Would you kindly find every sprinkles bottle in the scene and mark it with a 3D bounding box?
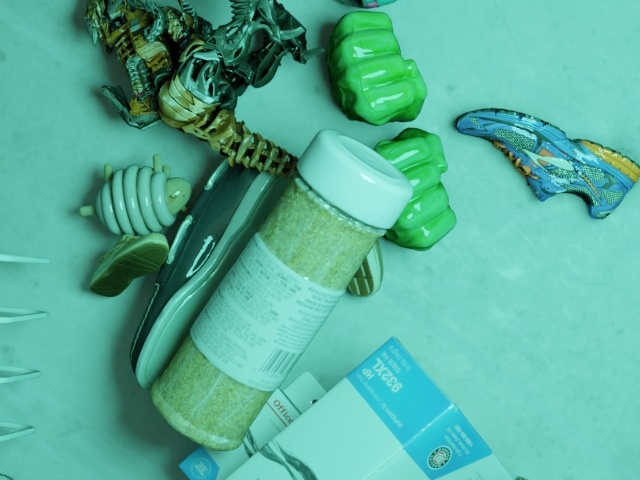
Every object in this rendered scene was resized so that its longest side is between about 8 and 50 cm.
[{"bbox_3d":[-0.045,0.056,1.746,0.121,0.121,0.355,34,105,-1],"label":"sprinkles bottle"}]

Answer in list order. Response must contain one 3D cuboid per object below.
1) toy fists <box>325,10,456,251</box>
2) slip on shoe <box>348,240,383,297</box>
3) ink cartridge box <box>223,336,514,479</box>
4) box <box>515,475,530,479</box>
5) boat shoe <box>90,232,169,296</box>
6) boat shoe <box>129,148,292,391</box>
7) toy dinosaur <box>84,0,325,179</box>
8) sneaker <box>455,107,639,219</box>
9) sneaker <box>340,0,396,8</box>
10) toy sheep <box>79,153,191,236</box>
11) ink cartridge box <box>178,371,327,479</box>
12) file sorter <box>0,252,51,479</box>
[{"bbox_3d":[0.079,-0.123,1.832,0.096,0.142,0.279,-16,90,-2],"label":"toy fists"},{"bbox_3d":[0.045,-0.004,1.868,0.051,0.041,0.135,-10,100,30],"label":"slip on shoe"},{"bbox_3d":[0.035,0.287,1.777,0.307,0.223,0.129,-40,50,-2],"label":"ink cartridge box"},{"bbox_3d":[0.242,0.404,1.837,0.148,0.127,0.232,28,88,-1],"label":"box"},{"bbox_3d":[-0.216,0.018,1.836,0.050,0.135,0.045,24,52,-33],"label":"boat shoe"},{"bbox_3d":[-0.128,0.030,1.850,0.091,0.114,0.302,32,84,39],"label":"boat shoe"},{"bbox_3d":[-0.121,-0.188,1.829,0.322,0.164,0.218,44,95,-3],"label":"toy dinosaur"},{"bbox_3d":[0.255,-0.090,1.870,0.221,0.083,0.087,23,94,1],"label":"sneaker"},{"bbox_3d":[0.006,-0.380,1.850,0.178,0.124,0.295,-37,92,-11],"label":"sneaker"},{"bbox_3d":[-0.209,-0.046,1.854,0.132,0.091,0.091,-12,90,12],"label":"toy sheep"},{"bbox_3d":[-0.057,0.236,1.851,0.180,0.060,0.104,-41,73,-2],"label":"ink cartridge box"},{"bbox_3d":[-0.403,0.138,1.776,0.173,0.193,0.278,5,89,9],"label":"file sorter"}]
